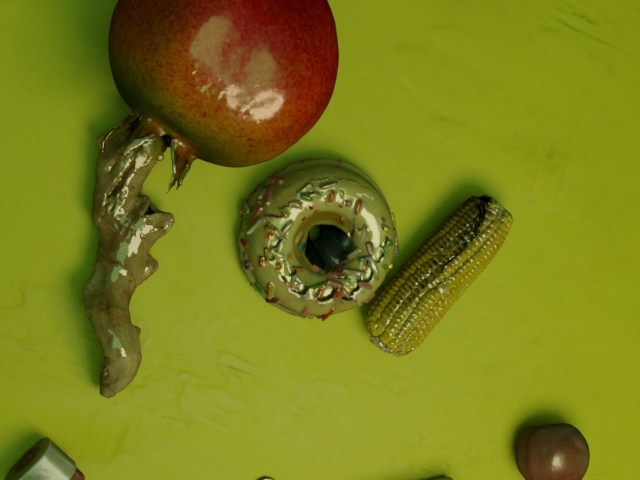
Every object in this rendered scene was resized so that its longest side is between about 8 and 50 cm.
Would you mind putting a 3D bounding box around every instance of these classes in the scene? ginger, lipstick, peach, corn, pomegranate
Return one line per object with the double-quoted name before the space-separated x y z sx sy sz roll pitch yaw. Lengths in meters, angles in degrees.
"ginger" -0.192 0.018 1.376 0.089 0.075 0.288 1 93 -19
"lipstick" -0.234 0.287 1.404 0.063 0.057 0.186 -45 107 -5
"peach" 0.254 0.238 1.504 0.083 0.083 0.083 -2 98 -14
"corn" 0.125 0.035 1.453 0.072 0.072 0.203 43 86 -15
"pomegranate" -0.104 -0.164 1.298 0.221 0.221 0.256 41 80 -15

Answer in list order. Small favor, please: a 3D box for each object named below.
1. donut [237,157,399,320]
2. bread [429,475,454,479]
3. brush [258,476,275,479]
"donut" 0.000 0.000 1.417 0.175 0.068 0.174 -2 97 -15
"bread" 0.069 0.337 1.477 0.188 0.068 0.125 -11 100 -12
"brush" -0.057 0.354 1.479 0.083 0.011 0.205 -3 97 -13
